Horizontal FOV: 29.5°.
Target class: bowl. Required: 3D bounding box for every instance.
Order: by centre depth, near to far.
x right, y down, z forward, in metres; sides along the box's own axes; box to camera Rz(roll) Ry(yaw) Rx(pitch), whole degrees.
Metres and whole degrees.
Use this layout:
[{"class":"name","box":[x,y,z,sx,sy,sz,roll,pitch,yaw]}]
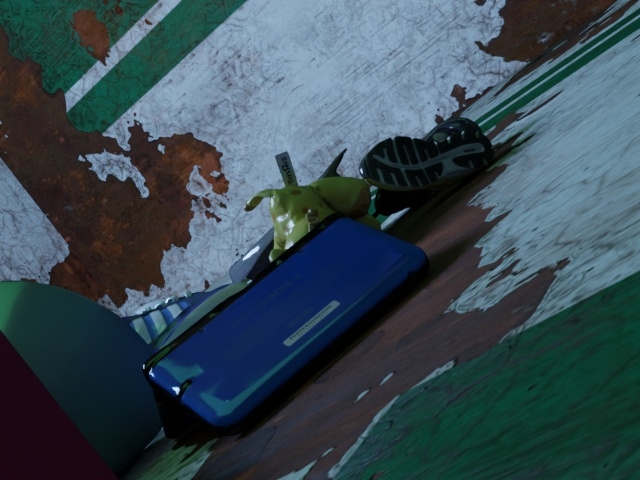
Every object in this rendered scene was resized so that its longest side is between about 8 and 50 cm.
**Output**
[{"class":"bowl","box":[-0.354,0.217,1.465,0.311,0.311,0.163,-35,23,33]}]

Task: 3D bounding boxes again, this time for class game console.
[{"class":"game console","box":[-0.032,0.124,1.348,0.293,0.173,0.250,-39,35,-20]}]

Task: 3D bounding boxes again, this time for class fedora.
[{"class":"fedora","box":[-0.012,-0.002,1.892,0.275,0.124,0.244,-46,2,-1]}]

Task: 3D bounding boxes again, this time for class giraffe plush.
[{"class":"giraffe plush","box":[0.000,0.000,1.682,0.181,0.210,0.170,-32,35,10]}]

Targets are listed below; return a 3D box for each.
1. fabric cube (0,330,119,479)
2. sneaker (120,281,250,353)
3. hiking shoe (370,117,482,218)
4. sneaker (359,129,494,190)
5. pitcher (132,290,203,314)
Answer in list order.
[{"class":"fabric cube","box":[-0.404,0.272,1.244,0.259,0.258,0.254,-35,4,31]},{"class":"sneaker","box":[-0.262,0.126,1.712,0.323,0.236,0.130,-43,-35,-38]},{"class":"hiking shoe","box":[0.169,-0.103,1.926,0.227,0.086,0.114,-41,14,39]},{"class":"sneaker","box":[0.149,-0.102,1.783,0.208,0.081,0.094,-7,-20,-22]},{"class":"pitcher","box":[-0.270,0.165,2.395,0.177,0.125,0.207,-13,8,42]}]
